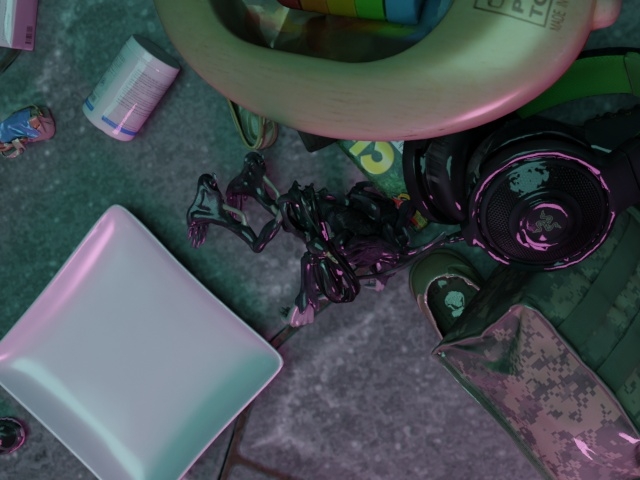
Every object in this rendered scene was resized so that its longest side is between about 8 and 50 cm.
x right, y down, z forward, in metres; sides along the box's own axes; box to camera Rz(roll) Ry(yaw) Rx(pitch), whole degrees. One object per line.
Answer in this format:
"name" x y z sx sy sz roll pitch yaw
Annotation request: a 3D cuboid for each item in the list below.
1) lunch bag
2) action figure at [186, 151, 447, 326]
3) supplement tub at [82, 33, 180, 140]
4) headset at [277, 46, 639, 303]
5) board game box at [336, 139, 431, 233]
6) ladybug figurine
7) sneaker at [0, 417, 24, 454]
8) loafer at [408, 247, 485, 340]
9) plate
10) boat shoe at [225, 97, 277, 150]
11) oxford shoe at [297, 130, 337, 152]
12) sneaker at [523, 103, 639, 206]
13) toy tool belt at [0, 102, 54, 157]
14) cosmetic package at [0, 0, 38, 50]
"lunch bag" 0.292 0.125 1.140 0.287 0.235 0.169 49 138 -4
"action figure" 0.000 0.000 1.245 0.275 0.164 0.141 20 128 28
"supplement tub" -0.218 -0.175 1.324 0.071 0.071 0.107 40 104 6
"headset" 0.154 -0.077 1.062 0.394 0.243 0.185 -35 119 -10
"board game box" 0.072 -0.148 1.281 0.136 0.030 0.260 -43 86 16
"ladybug figurine" 0.054 -0.233 1.039 0.449 0.162 0.305 19 92 28
"sneaker" -0.427 0.252 1.432 0.119 0.057 0.047 -13 92 13
"loafer" 0.191 0.125 1.251 0.268 0.092 0.102 46 104 5
"plate" -0.222 0.143 1.376 0.277 0.045 0.278 42 104 5
"boat shoe" -0.088 -0.177 1.304 0.056 0.048 0.153 -11 94 14
"oxford shoe" -0.064 -0.215 1.244 0.098 0.097 0.271 -41 86 20
"sneaker" 0.310 -0.112 1.214 0.222 0.083 0.118 23 80 19
"toy tool belt" -0.362 -0.130 1.373 0.083 0.051 0.052 -26 90 15
"cosmetic package" -0.380 -0.349 1.347 0.099 0.060 0.239 10 99 13
